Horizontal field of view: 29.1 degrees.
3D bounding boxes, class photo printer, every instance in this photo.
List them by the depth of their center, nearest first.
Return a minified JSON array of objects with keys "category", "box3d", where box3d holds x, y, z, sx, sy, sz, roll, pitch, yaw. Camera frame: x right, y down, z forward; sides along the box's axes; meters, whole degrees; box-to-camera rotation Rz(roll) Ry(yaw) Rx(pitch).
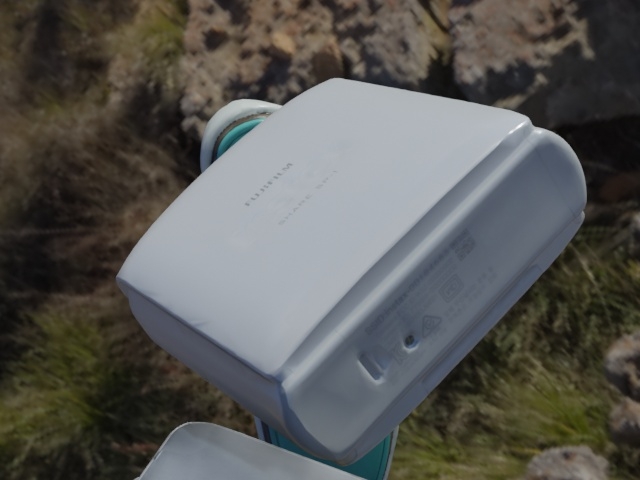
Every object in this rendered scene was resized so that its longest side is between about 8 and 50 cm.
[{"category":"photo printer","box3d":[0.000,0.000,0.868,0.256,0.107,0.307,-44,29,-13]}]

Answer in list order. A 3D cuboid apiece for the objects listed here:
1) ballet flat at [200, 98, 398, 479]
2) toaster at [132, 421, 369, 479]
[{"category":"ballet flat","box3d":[-0.021,0.059,1.119,0.139,0.400,0.139,-13,18,4]},{"category":"toaster","box3d":[-0.034,0.208,0.679,0.185,0.168,0.110,19,37,5]}]
